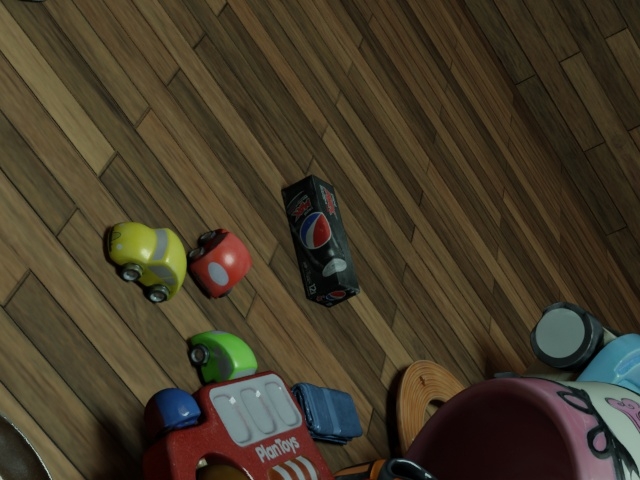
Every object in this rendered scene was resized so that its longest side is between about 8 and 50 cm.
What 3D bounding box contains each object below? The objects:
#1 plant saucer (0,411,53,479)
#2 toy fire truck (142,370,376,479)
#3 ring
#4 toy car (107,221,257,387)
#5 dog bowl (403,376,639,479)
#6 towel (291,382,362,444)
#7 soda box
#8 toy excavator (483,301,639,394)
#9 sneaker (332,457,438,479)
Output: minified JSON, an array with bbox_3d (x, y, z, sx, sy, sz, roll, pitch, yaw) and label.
[{"bbox_3d":[-0.205,0.166,0.668,0.168,0.029,0.168,49,25,-34],"label":"plant saucer"},{"bbox_3d":[-0.063,0.247,1.110,0.254,0.169,0.302,59,22,14],"label":"toy fire truck"},{"bbox_3d":[0.192,0.330,1.690,0.336,0.032,0.336,46,29,-35],"label":"ring"},{"bbox_3d":[-0.116,0.080,1.291,0.239,0.053,0.225,5,62,-62],"label":"toy car"},{"bbox_3d":[0.222,0.335,1.337,0.150,0.408,0.408,22,44,-29],"label":"dog bowl"},{"bbox_3d":[0.004,0.208,1.436,0.119,0.029,0.067,22,48,-55],"label":"towel"},{"bbox_3d":[0.000,0.000,1.602,0.060,0.053,0.169,26,43,-54],"label":"soda box"},{"bbox_3d":[0.439,0.378,1.836,0.445,0.433,0.222,41,7,38],"label":"toy excavator"},{"bbox_3d":[0.089,0.378,1.251,0.124,0.180,0.321,23,46,-55],"label":"sneaker"}]
